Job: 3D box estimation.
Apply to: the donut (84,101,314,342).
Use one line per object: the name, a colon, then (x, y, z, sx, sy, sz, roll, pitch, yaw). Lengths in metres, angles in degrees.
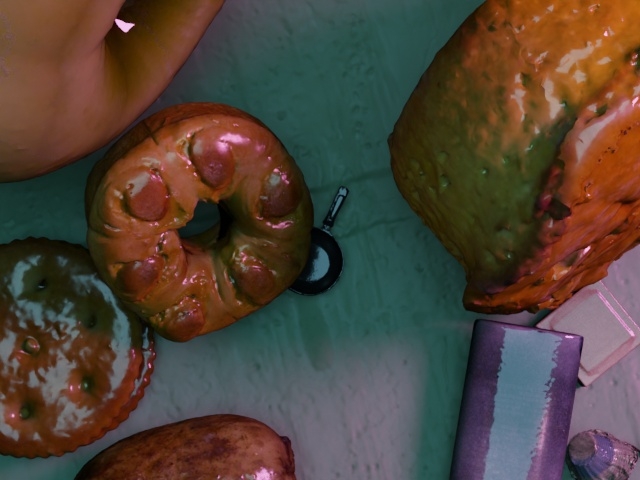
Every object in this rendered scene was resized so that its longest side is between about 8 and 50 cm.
donut: (-0.114, -0.020, 1.526, 0.226, 0.114, 0.227, -9, 118, -16)

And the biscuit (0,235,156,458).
biscuit: (-0.274, 0.104, 1.596, 0.220, 0.066, 0.220, 0, 86, 5)

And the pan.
pan: (0.000, 0.000, 1.612, 0.068, 0.023, 0.115, 27, 90, 5)

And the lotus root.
lotus root: (-0.147, 0.249, 1.550, 0.260, 0.128, 0.145, -15, 72, -4)

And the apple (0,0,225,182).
apple: (-0.300, -0.288, 1.445, 0.473, 0.473, 0.474, 0, 86, 2)

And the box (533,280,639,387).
box: (0.261, 0.088, 1.592, 0.079, 0.035, 0.083, -38, 85, 0)

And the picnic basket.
picnic basket: (0.272, 0.217, 1.573, 0.083, 0.083, 0.065, 34, 86, -40)

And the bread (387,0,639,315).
bread: (0.237, -0.107, 1.455, 0.398, 0.398, 0.215, -42, 73, -1)

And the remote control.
remote control: (0.170, 0.269, 1.563, 0.107, 0.044, 0.378, 9, 92, 11)
